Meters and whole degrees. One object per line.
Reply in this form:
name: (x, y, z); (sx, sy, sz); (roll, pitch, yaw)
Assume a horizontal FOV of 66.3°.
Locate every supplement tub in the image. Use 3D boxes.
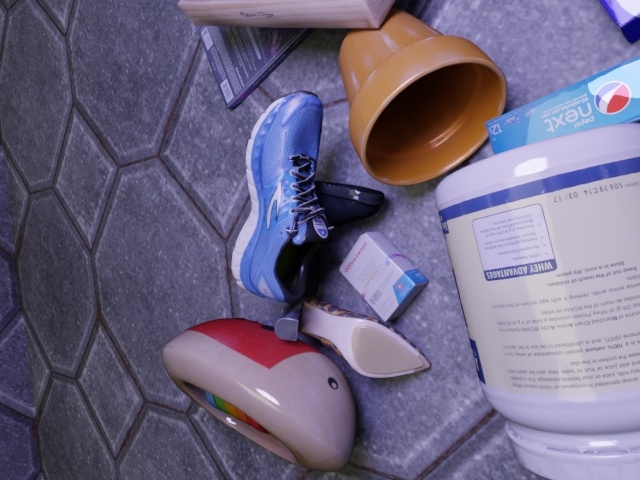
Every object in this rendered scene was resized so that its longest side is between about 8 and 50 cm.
supplement tub: (0.276, 0.062, 0.538); (0.235, 0.235, 0.325); (-16, 85, 40)

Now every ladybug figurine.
ladybug figurine: (-0.114, 0.258, 0.900); (0.449, 0.162, 0.305); (10, 142, 39)

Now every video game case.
video game case: (-0.133, -0.419, 0.964); (0.274, 0.026, 0.196); (-30, 76, 38)

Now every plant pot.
plant pot: (0.116, -0.214, 0.680); (0.205, 0.205, 0.188); (-48, 50, 33)

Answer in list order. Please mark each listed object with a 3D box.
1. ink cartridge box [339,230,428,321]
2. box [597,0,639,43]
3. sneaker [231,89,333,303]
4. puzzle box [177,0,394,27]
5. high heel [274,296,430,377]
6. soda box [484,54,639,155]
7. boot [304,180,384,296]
ink cartridge box: (0.101, 0.056, 0.805); (0.122, 0.052, 0.088); (48, 122, 24)
box: (0.362, -0.313, 0.526); (0.137, 0.072, 0.126); (-36, 72, 38)
sneaker: (-0.034, -0.056, 0.747); (0.147, 0.129, 0.330); (23, 111, 40)
puzzle box: (-0.021, -0.452, 0.759); (0.409, 0.052, 0.272); (20, 75, 37)
high heel: (0.057, 0.157, 0.859); (0.261, 0.186, 0.093); (15, 95, 3)
soda box: (0.315, -0.150, 0.585); (0.210, 0.071, 0.067); (-19, 84, 40)
boot: (0.000, 0.000, 0.854); (0.246, 0.094, 0.207); (13, 100, 45)
